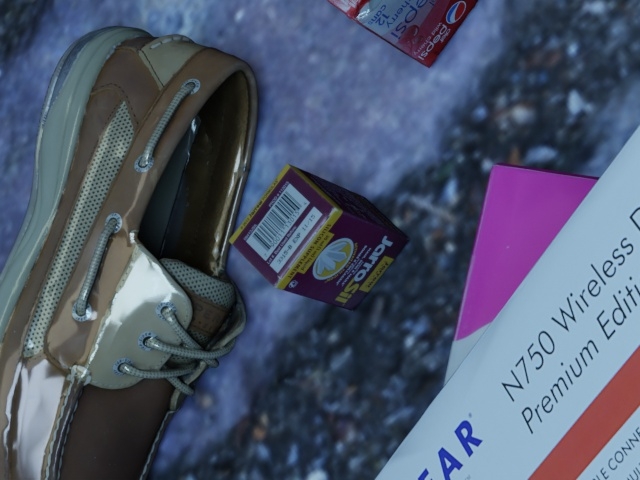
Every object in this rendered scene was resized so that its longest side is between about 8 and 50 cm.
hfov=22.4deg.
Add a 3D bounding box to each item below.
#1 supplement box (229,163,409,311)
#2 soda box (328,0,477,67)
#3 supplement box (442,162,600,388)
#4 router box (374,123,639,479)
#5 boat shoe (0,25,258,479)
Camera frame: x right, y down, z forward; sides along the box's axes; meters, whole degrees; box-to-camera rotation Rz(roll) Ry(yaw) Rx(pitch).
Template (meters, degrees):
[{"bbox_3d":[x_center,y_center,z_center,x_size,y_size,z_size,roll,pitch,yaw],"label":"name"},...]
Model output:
[{"bbox_3d":[0.000,0.000,0.864,0.043,0.083,0.055,43,103,30],"label":"supplement box"},{"bbox_3d":[-0.019,-0.208,0.916,0.263,0.092,0.083,43,102,31],"label":"soda box"},{"bbox_3d":[0.151,0.049,0.679,0.114,0.220,0.111,10,85,33],"label":"supplement box"},{"bbox_3d":[0.165,0.101,0.404,0.335,0.082,0.301,-57,49,35],"label":"router box"},{"bbox_3d":[-0.107,0.036,0.904,0.116,0.123,0.324,5,84,30],"label":"boat shoe"}]
